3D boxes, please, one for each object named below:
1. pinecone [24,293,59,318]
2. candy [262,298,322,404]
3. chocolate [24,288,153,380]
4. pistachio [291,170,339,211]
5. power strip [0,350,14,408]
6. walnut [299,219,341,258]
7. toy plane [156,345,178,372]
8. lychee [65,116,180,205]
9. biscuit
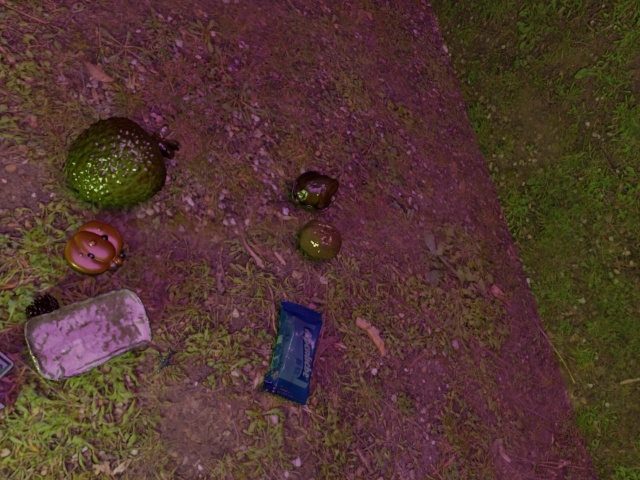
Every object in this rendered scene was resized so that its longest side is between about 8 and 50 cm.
[{"bbox_3d":[-0.744,0.182,1.353,0.083,0.077,0.077,-16,79,-27],"label":"pinecone"},{"bbox_3d":[-0.087,0.368,1.704,0.187,0.077,0.331,28,58,-29],"label":"candy"},{"bbox_3d":[-0.626,0.249,1.373,0.303,0.100,0.185,-20,95,-40],"label":"chocolate"},{"bbox_3d":[-0.018,-0.192,1.953,0.210,0.130,0.165,-11,79,-27],"label":"pistachio"},{"bbox_3d":[-0.838,0.374,1.224,0.145,0.061,0.215,48,53,-15],"label":"power strip"},{"bbox_3d":[0.000,0.000,1.878,0.167,0.149,0.166,31,23,-15],"label":"walnut"},{"bbox_3d":[-0.457,0.355,1.495,0.078,0.024,0.084,50,50,-29],"label":"toy plane"},{"bbox_3d":[-0.589,-0.238,1.523,0.320,0.270,0.269,-17,78,-3],"label":"lychee"},{"bbox_3d":[-0.655,0.026,1.490,0.170,0.050,0.170,13,65,-28],"label":"biscuit"}]
